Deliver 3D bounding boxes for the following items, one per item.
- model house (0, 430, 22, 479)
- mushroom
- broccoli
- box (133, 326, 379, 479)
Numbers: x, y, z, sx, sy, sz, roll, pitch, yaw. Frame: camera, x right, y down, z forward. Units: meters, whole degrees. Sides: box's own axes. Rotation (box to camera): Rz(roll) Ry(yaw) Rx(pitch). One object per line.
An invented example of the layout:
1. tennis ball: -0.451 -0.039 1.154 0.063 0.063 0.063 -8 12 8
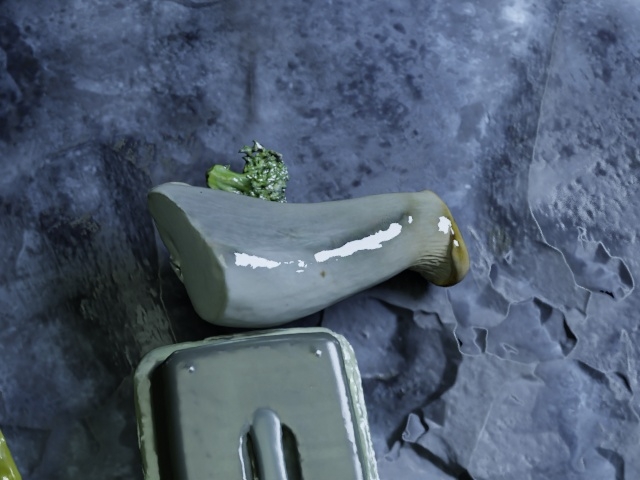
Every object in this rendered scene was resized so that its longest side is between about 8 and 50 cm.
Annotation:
1. model house: -0.348 0.280 1.292 0.193 0.175 0.234 -31 102 -32
2. mushroom: 0.000 0.000 1.444 0.329 0.122 0.159 -7 78 -28
3. broccoli: -0.081 -0.046 1.514 0.092 0.097 0.095 27 36 -2
4. box: -0.055 0.227 1.353 0.221 0.166 0.290 -7 70 -11
